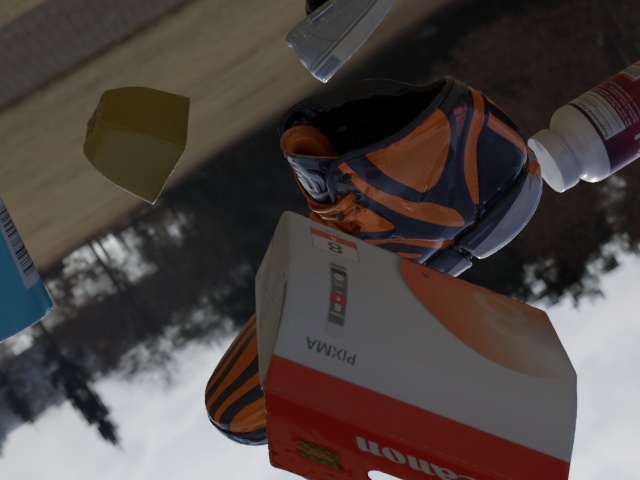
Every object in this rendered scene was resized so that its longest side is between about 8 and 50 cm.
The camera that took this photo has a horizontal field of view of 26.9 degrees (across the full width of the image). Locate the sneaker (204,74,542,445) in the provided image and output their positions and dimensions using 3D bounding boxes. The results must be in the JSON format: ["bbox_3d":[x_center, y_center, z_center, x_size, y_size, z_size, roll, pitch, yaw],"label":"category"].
[{"bbox_3d":[0.000,0.000,0.975,0.321,0.180,0.124,-46,-137,3],"label":"sneaker"}]

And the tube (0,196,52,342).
[{"bbox_3d":[-0.173,-0.055,0.550,0.052,0.207,0.080,-27,-167,-30],"label":"tube"}]

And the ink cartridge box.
[{"bbox_3d":[0.045,0.057,0.571,0.179,0.145,0.045,-105,-142,-70],"label":"ink cartridge box"}]

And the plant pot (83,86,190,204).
[{"bbox_3d":[-0.181,-0.100,1.289,0.081,0.083,0.081,-55,-156,38],"label":"plant pot"}]

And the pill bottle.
[{"bbox_3d":[0.291,-0.114,1.362,0.152,0.086,0.086,-31,-178,-8],"label":"pill bottle"}]

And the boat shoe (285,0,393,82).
[{"bbox_3d":[0.022,-0.255,1.475,0.079,0.081,0.227,-42,-169,35],"label":"boat shoe"}]
